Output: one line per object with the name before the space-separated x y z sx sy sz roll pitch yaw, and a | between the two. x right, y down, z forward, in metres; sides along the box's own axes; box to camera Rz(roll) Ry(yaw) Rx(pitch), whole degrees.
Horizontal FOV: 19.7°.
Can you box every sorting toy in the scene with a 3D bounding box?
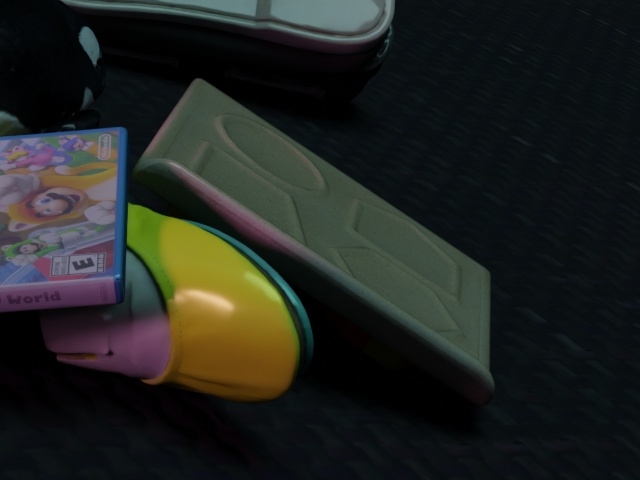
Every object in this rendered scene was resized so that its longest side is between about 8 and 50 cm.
sorting toy | 0.000 0.000 0.914 0.193 0.038 0.208 34 13 -6

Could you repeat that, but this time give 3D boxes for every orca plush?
orca plush | -0.209 -0.095 0.910 0.151 0.102 0.287 16 24 41

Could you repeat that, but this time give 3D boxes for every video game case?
video game case | -0.162 -0.006 0.752 0.166 0.015 0.119 -5 34 -2

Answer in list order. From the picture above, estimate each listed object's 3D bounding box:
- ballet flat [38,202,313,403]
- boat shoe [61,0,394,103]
ballet flat | -0.097 0.017 0.792 0.077 0.077 0.231 -17 31 -32
boat shoe | -0.116 -0.161 1.273 0.335 0.095 0.112 13 54 -2
